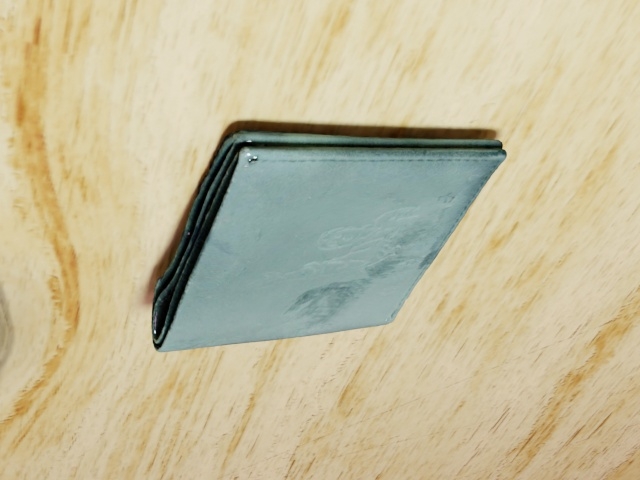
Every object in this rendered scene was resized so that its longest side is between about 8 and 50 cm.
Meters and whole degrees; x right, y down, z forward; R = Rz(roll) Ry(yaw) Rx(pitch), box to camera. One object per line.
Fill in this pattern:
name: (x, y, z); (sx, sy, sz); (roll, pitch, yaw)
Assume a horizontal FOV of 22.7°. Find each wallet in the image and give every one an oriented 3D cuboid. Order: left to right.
wallet: (-0.001, -0.001, 1.394); (0.251, 0.054, 0.290); (-3, 145, -27)
